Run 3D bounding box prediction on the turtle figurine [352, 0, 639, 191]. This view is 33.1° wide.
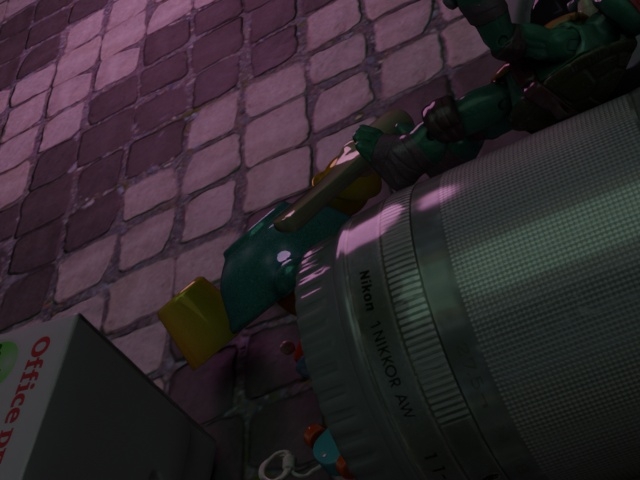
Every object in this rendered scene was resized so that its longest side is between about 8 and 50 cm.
[{"bbox_3d":[0.137,-0.123,0.708,0.234,0.175,0.118,-41,59,26],"label":"turtle figurine"}]

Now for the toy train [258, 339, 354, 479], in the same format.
[{"bbox_3d":[0.017,0.126,0.840,0.125,0.046,0.166,-14,39,30],"label":"toy train"}]

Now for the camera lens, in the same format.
[{"bbox_3d":[0.150,0.044,0.671,0.274,0.219,0.219,-23,39,19],"label":"camera lens"}]

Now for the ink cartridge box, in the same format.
[{"bbox_3d":[-0.255,0.213,0.836,0.270,0.197,0.198,-16,42,25],"label":"ink cartridge box"}]

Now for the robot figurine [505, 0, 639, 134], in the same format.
[{"bbox_3d":[0.265,-0.159,0.841,0.209,0.173,0.278,-4,25,-30],"label":"robot figurine"}]

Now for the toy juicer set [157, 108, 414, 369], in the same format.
[{"bbox_3d":[0.000,0.000,0.868,0.209,0.089,0.329,-42,2,-29],"label":"toy juicer set"}]
